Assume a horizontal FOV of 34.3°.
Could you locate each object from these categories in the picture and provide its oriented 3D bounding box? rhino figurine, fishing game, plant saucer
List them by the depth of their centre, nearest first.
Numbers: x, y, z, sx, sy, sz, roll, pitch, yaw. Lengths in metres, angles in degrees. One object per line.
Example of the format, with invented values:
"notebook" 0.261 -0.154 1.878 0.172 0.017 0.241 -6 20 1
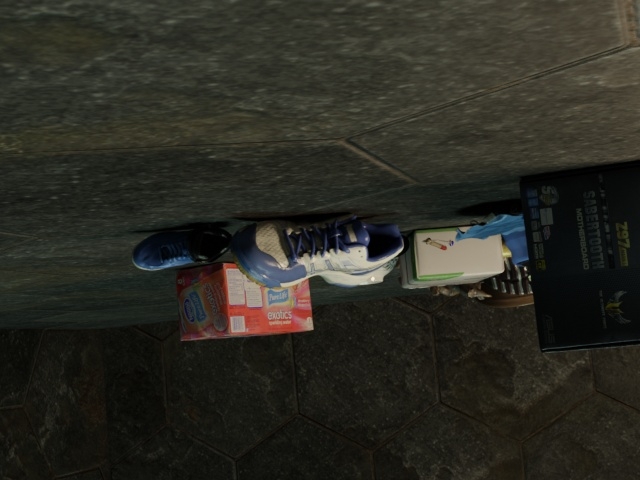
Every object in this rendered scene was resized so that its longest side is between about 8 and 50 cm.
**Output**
"fishing game" 0.300 -0.035 1.659 0.264 0.041 0.189 -16 171 18
"rhino figurine" 0.280 0.088 2.303 0.243 0.073 0.106 17 -168 41
"plant saucer" 0.476 0.075 2.325 0.278 0.041 0.278 -19 -166 5

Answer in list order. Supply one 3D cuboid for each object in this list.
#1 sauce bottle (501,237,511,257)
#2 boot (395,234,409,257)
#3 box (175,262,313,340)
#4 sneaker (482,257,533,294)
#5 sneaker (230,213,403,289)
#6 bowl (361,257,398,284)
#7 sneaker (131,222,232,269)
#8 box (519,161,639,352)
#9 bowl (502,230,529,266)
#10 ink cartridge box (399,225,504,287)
"sauce bottle" 0.339 0.019 2.129 0.128 0.042 0.042 -6 173 -1
"boot" 0.106 0.005 1.833 0.121 0.045 0.099 -3 171 -7
"box" -0.161 0.131 2.242 0.142 0.154 0.300 -9 174 34
"sneaker" 0.468 0.041 2.203 0.281 0.106 0.162 14 -142 40
"sneaker" 0.000 0.000 1.552 0.296 0.112 0.131 0 155 -47
"bowl" 0.077 0.042 1.964 0.170 0.080 0.170 -4 174 0
"sneaker" -0.204 0.010 1.539 0.152 0.058 0.084 -8 180 -12
"box" 0.366 0.023 1.353 0.183 0.233 0.059 -7 176 16
"bowl" 0.534 -0.009 1.899 0.391 0.077 0.391 -6 174 -1
"ink cartridge box" 0.240 0.033 1.948 0.160 0.093 0.219 -4 174 -4
